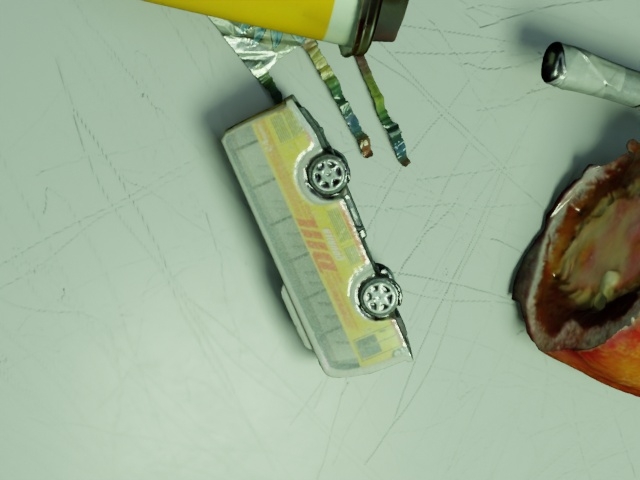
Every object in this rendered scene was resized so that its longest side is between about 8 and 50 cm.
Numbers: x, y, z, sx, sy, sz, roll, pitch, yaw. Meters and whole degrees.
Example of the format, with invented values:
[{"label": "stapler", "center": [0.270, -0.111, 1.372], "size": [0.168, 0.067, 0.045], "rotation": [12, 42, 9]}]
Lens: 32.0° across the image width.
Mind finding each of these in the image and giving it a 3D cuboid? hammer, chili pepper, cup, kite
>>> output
[{"label": "hammer", "center": [0.415, -0.131, 1.133], "size": [0.426, 0.044, 0.152], "rotation": [17, 90, -15]}, {"label": "chili pepper", "center": [0.384, 0.047, 1.123], "size": [0.305, 0.229, 0.251], "rotation": [20, 87, -28]}, {"label": "cup", "center": [-0.054, -0.268, 0.963], "size": [0.279, 0.196, 0.196], "rotation": [7, 90, -8]}, {"label": "kite", "center": [-0.027, -0.188, 1.069], "size": [0.169, 0.015, 0.310], "rotation": [-24, 98, -15]}]

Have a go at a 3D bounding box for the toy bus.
[{"label": "toy bus", "center": [0.000, 0.000, 1.038], "size": [0.106, 0.092, 0.268], "rotation": [-23, 99, 5]}]
